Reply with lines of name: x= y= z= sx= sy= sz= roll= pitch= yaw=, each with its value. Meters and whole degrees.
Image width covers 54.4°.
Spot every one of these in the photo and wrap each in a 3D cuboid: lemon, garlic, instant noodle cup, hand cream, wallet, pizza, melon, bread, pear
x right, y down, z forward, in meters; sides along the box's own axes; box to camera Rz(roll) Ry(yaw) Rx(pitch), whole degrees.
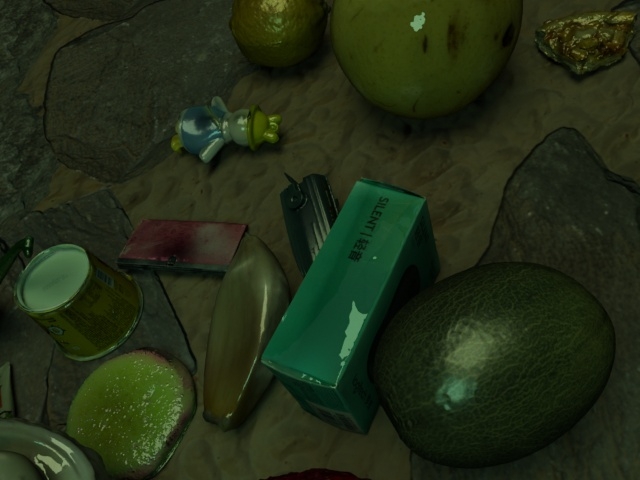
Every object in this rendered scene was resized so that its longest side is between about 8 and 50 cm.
lemon: x=-0.088 y=-0.469 z=1.336 sx=0.231 sy=0.192 sz=0.192 roll=-4 pitch=56 yaw=16
garlic: x=-0.112 y=0.141 z=0.979 sx=0.143 sy=0.112 sz=0.318 roll=-7 pitch=59 yaw=41
instant noodle cup: x=-0.426 y=0.098 z=1.085 sx=0.182 sy=0.144 sz=0.182 roll=-9 pitch=54 yaw=12
hand cream: x=-0.542 y=0.308 z=1.045 sx=0.080 sy=0.050 sz=0.234 roll=-35 pitch=48 yaw=-3
wallet: x=-0.255 y=0.009 z=1.159 sx=0.232 sy=0.025 sz=0.119 roll=3 pitch=48 yaw=18
pizza: x=0.493 y=-0.371 z=1.168 sx=0.182 sy=0.062 sz=0.161 roll=8 pitch=61 yaw=20
melon: x=0.218 y=0.151 z=0.792 sx=0.302 sy=0.237 sz=0.237 roll=-26 pitch=53 yaw=-6
bread: x=-0.308 y=0.273 z=0.998 sx=0.229 sy=0.033 sz=0.228 roll=-8 pitch=53 yaw=11
pear: x=0.187 y=-0.391 z=1.120 sx=0.349 sy=0.348 sz=0.348 roll=-8 pitch=55 yaw=12

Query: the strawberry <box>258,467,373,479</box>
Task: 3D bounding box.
strawberry: x=-0.006 y=0.386 z=0.713 sx=0.274 sy=0.220 sz=0.274 roll=-10 pitch=51 yaw=13

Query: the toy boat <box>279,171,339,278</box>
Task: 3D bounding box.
toy boat: x=0.000 y=0.000 z=1.059 sx=0.093 sy=0.103 sz=0.246 roll=-28 pitch=63 yaw=27

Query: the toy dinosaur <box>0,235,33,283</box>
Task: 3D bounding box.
toy dinosaur: x=-0.620 y=0.062 z=1.105 sx=0.447 sy=0.087 sz=0.300 roll=28 pitch=109 yaw=42

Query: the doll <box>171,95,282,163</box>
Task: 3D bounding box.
doll: x=-0.196 y=-0.225 z=1.263 sx=0.241 sy=0.098 sz=0.135 roll=2 pitch=35 yaw=17

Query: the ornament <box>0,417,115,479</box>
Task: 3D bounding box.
ornament: x=-0.420 y=0.398 z=0.774 sx=0.337 sy=0.337 sz=0.337 roll=-8 pitch=55 yaw=12

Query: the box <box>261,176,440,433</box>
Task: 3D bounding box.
box: x=0.060 y=0.095 z=0.898 sx=0.118 sy=0.205 sz=0.311 roll=17 pitch=63 yaw=24
